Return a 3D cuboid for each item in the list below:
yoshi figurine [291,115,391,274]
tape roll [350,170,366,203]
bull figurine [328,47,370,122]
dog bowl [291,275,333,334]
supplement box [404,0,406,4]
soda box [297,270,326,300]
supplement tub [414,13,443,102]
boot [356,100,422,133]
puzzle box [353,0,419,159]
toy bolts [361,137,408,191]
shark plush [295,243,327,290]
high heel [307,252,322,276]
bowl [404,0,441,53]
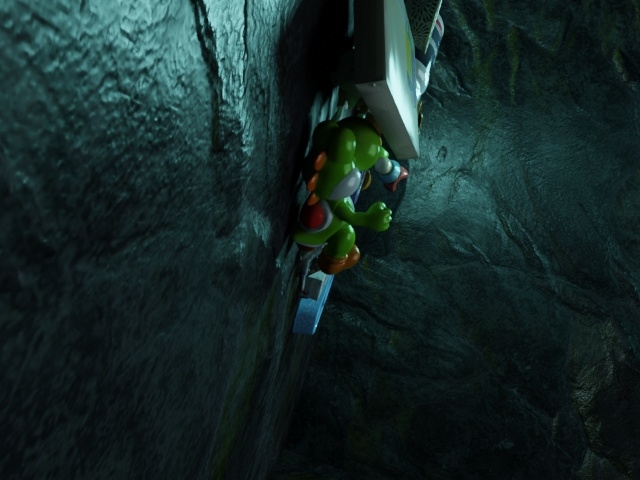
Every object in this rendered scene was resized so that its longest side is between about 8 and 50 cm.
[{"bbox_3d":[0.046,-0.108,1.070,0.362,0.203,0.203,97,-4,-50],"label":"yoshi figurine"},{"bbox_3d":[0.105,-0.221,1.708,0.189,0.080,0.189,17,90,-85],"label":"tape roll"},{"bbox_3d":[0.088,-0.343,1.120,0.310,0.101,0.189,-55,169,-53],"label":"bull figurine"},{"bbox_3d":[-0.018,0.195,1.793,0.166,0.073,0.298,96,13,-62],"label":"dog bowl"},{"bbox_3d":[0.163,-0.564,1.254,0.104,0.080,0.188,-4,111,-83],"label":"supplement box"},{"bbox_3d":[-0.011,0.108,1.634,0.216,0.069,0.074,-60,165,-68],"label":"soda box"},{"bbox_3d":[0.231,-0.523,1.465,0.191,0.191,0.273,88,20,-72],"label":"supplement tub"},{"bbox_3d":[0.216,-0.371,1.671,0.295,0.211,0.104,94,16,-67],"label":"boot"},{"bbox_3d":[0.132,-0.336,0.963,0.409,0.052,0.273,26,62,-71],"label":"puzzle box"},{"bbox_3d":[0.182,-0.270,1.863,0.218,0.228,0.158,-52,147,5],"label":"toy bolts"},{"bbox_3d":[-0.026,0.047,1.325,0.073,0.067,0.161,93,15,-68],"label":"shark plush"},{"bbox_3d":[0.000,0.000,1.499,0.186,0.093,0.261,-56,-174,12],"label":"high heel"},{"bbox_3d":[0.240,-0.544,1.231,0.170,0.080,0.170,18,90,-83],"label":"bowl"}]
